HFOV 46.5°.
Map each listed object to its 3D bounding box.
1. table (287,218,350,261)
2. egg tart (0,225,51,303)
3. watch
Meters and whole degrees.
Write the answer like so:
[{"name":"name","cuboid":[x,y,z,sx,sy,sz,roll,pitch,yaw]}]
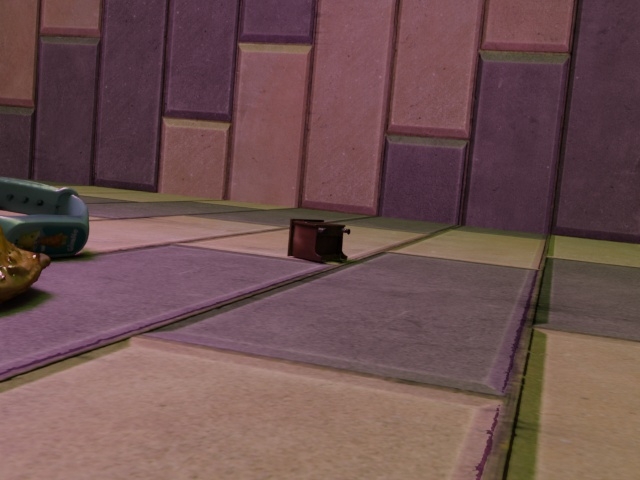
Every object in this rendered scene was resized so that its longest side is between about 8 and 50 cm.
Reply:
[{"name":"table","cuboid":[0.000,0.000,1.348,0.083,0.070,0.082,1,6,-45]},{"name":"egg tart","cuboid":[-0.437,-0.007,0.750,0.314,0.120,0.315,6,6,-1]},{"name":"watch","cuboid":[-0.451,-0.036,1.111,0.195,0.068,0.237,29,20,33]}]
